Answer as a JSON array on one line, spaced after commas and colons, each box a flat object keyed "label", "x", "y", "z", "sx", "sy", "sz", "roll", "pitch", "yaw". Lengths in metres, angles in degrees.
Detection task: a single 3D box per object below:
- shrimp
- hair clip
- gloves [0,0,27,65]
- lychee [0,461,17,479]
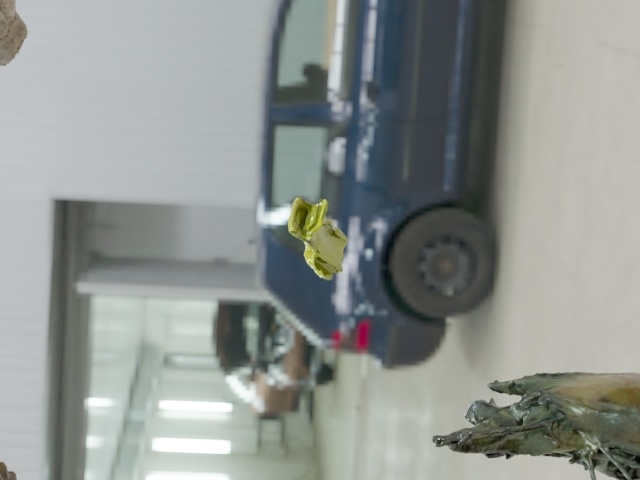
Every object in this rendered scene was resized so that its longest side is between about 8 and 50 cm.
[{"label": "shrimp", "x": 0.304, "y": 0.232, "z": 1.369, "sx": 0.085, "sy": 0.445, "sz": 0.272, "roll": 126, "pitch": 148, "yaw": -45}, {"label": "hair clip", "x": 0.000, "y": 0.000, "z": 1.866, "sx": 0.173, "sy": 0.046, "sz": 0.072, "roll": 53, "pitch": -129, "yaw": -68}, {"label": "gloves", "x": -0.336, "y": -0.220, "z": 1.415, "sx": 0.144, "sy": 0.110, "sz": 0.094, "roll": 41, "pitch": -138, "yaw": -44}, {"label": "lychee", "x": -0.263, "y": 0.280, "z": 1.008, "sx": 0.267, "sy": 0.268, "sz": 0.267, "roll": -177, "pitch": 90, "yaw": -87}]
